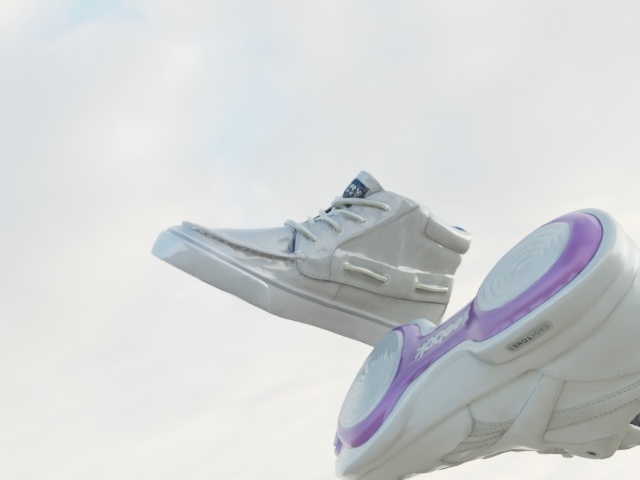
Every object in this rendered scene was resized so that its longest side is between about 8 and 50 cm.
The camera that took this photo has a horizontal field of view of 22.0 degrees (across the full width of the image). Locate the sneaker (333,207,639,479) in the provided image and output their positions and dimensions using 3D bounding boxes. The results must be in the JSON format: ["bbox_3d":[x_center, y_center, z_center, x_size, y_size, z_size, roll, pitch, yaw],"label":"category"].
[{"bbox_3d":[0.116,0.102,1.005,0.152,0.114,0.305,35,-39,-14],"label":"sneaker"}]

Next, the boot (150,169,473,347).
[{"bbox_3d":[0.000,0.000,1.248,0.258,0.123,0.095,21,3,-36],"label":"boot"}]
